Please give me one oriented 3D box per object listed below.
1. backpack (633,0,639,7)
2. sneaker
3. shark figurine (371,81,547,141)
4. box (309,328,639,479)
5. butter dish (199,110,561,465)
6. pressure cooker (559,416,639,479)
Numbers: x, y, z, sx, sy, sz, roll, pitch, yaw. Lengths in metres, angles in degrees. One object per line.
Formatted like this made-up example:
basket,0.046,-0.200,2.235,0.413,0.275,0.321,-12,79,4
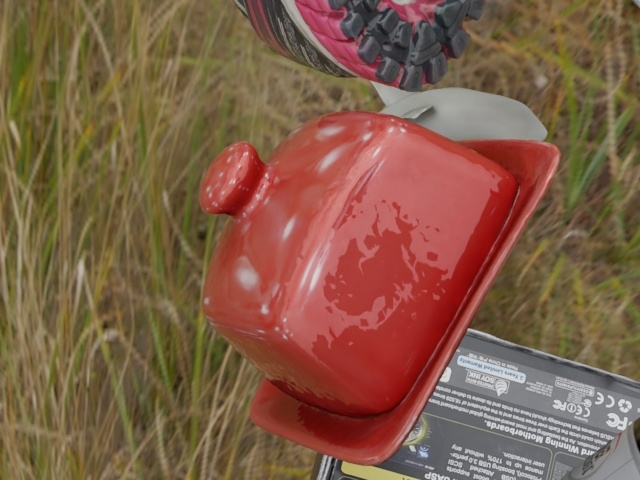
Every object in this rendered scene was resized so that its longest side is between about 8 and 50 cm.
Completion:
backpack,0.364,-0.287,1.446,0.191,0.225,0.253,-49,50,17
sneaker,-0.043,-0.185,0.691,0.121,0.112,0.299,-49,127,-25
shark figurine,0.055,-0.059,1.268,0.166,0.116,0.278,44,71,-3
box,0.167,0.240,0.856,0.395,0.097,0.318,16,66,0
butter dish,0.000,0.000,0.682,0.118,0.160,0.160,35,79,-20
pressure cooker,0.191,0.227,0.470,0.420,0.375,0.370,-43,40,11
